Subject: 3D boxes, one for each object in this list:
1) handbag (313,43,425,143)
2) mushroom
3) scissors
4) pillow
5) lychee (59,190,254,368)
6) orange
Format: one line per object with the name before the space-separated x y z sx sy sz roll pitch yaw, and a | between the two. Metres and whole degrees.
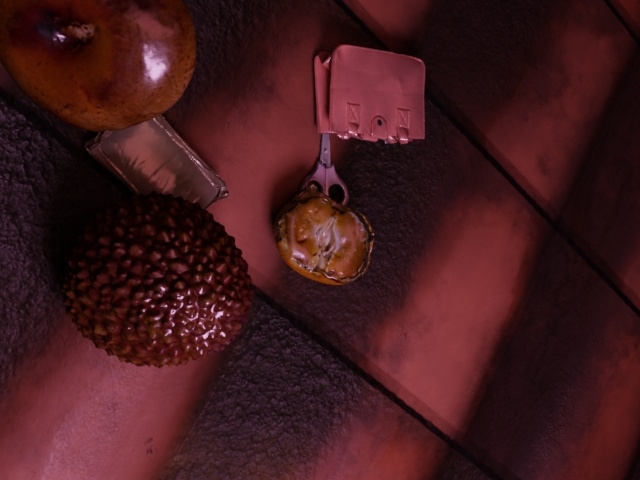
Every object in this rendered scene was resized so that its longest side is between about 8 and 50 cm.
handbag | 0.089 -0.245 1.578 0.213 0.059 0.157 1 88 -37
mushroom | -0.290 -0.272 1.244 0.255 0.267 0.267 -10 95 -61
scissors | 0.008 -0.140 1.550 0.100 0.015 0.188 5 85 -37
pillow | -0.236 -0.106 1.355 0.208 0.053 0.119 49 68 -23
lychee | -0.207 0.064 1.247 0.272 0.271 0.271 1 88 -35
orange | 0.000 0.000 1.484 0.160 0.112 0.169 -14 74 -23
